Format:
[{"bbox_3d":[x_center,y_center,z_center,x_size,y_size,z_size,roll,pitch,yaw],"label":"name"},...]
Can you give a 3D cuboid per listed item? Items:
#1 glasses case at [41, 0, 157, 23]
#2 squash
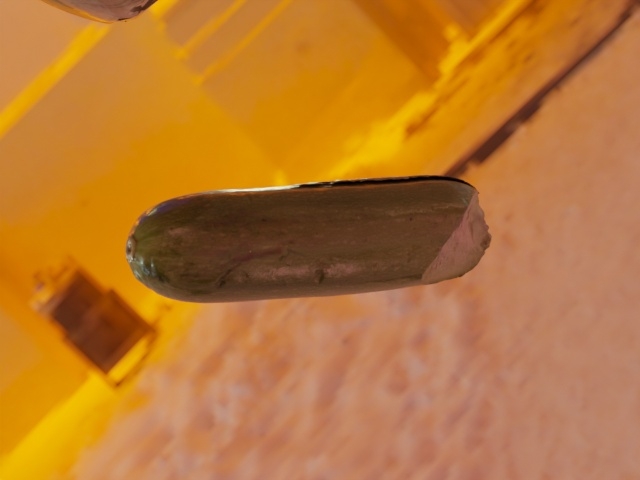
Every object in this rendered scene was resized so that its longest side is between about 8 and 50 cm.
[{"bbox_3d":[-0.203,-0.232,0.601,0.098,0.425,0.156,-47,-12,-6],"label":"glasses case"},{"bbox_3d":[0.000,0.000,1.019,0.239,0.069,0.069,-5,-9,-26],"label":"squash"}]
